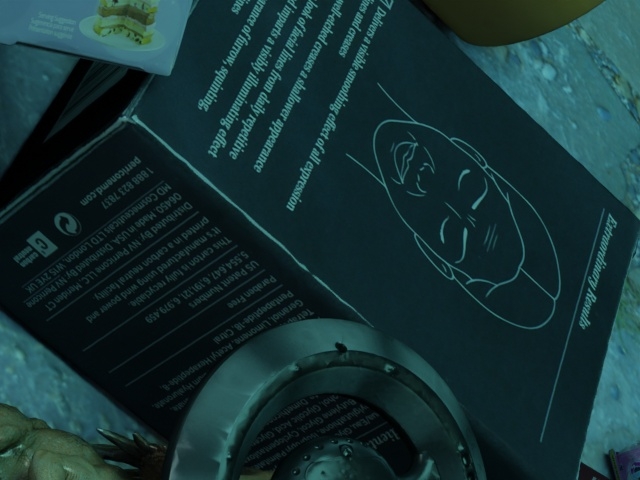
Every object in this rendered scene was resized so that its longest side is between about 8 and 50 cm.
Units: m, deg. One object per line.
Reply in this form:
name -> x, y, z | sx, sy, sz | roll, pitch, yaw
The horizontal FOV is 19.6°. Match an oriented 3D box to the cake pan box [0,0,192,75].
cake pan box -> -0.233, -0.188, 1.120 | 0.266, 0.070, 0.246 | 11, 17, -22

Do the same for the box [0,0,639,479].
box -> 0.000, 0.000, 1.290 | 0.395, 0.212, 0.293 | 42, 42, -17

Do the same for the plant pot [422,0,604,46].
plant pot -> 0.164, -0.310, 1.629 | 0.203, 0.290, 0.291 | 56, 37, -26

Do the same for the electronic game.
electronic game -> 0.007, 0.159, 1.077 | 0.229, 0.048, 0.229 | 8, 76, -33

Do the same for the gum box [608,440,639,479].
gum box -> 0.335, 0.223, 1.598 | 0.188, 0.062, 0.107 | 7, 61, -43

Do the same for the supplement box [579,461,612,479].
supplement box -> 0.251, 0.277, 1.397 | 0.239, 0.073, 0.130 | 32, 39, 11

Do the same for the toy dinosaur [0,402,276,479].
toy dinosaur -> -0.170, 0.145, 1.096 | 0.295, 0.127, 0.200 | 30, 20, 0
